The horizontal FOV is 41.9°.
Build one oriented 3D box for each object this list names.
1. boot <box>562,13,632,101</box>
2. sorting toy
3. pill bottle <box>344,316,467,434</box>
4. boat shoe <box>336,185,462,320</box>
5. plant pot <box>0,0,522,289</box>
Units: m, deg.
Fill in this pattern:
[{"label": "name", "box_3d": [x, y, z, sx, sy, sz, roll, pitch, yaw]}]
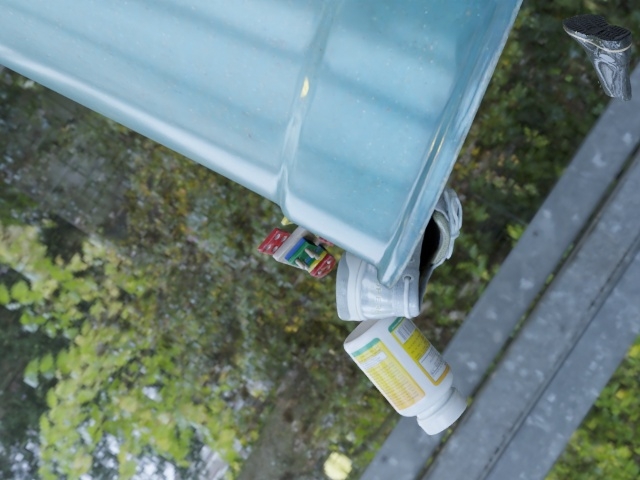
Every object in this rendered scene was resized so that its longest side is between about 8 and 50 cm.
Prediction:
[{"label": "boot", "box_3d": [0.551, -0.366, 1.671, 0.198, 0.077, 0.137, -111, 2, -58]}, {"label": "sorting toy", "box_3d": [0.000, 0.000, 1.382, 0.046, 0.132, 0.274, 45, -172, 22]}, {"label": "pill bottle", "box_3d": [0.146, 0.216, 1.393, 0.208, 0.118, 0.117, 49, 177, -3]}, {"label": "boat shoe", "box_3d": [0.121, 0.011, 1.041, 0.103, 0.118, 0.320, 7, -158, 24]}, {"label": "plant pot", "box_3d": [-0.043, -0.188, 0.552, 0.334, 0.341, 0.341, 23, 178, 3]}]
